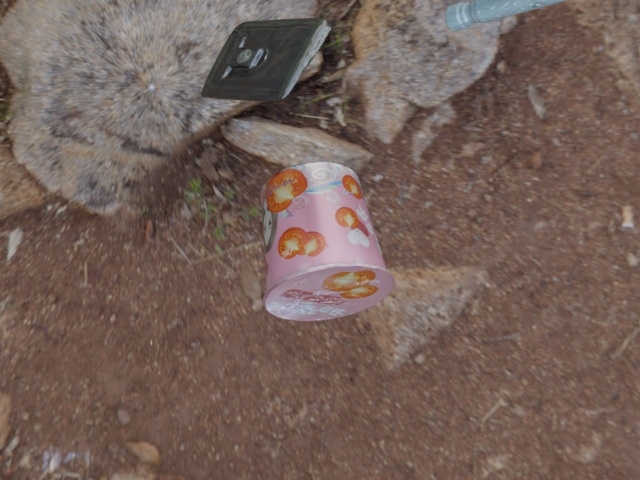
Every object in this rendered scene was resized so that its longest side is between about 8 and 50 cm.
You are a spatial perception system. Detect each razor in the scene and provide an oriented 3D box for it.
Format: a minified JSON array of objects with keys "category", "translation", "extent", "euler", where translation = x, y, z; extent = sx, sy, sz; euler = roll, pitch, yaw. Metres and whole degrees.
[{"category":"razor","translation":[0.207,-0.217,0.841],"extent":[0.068,0.232,0.106],"euler":[-42,114,-40]}]

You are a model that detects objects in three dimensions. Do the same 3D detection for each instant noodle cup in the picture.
[{"category":"instant noodle cup","translation":[0.000,0.000,1.783],"extent":[0.243,0.243,0.231],"euler":[-5,64,-9]}]

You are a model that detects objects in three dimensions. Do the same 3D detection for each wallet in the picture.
[{"category":"wallet","translation":[-0.096,-0.304,1.615],"extent":[0.052,0.245,0.168],"euler":[42,71,-36]}]
